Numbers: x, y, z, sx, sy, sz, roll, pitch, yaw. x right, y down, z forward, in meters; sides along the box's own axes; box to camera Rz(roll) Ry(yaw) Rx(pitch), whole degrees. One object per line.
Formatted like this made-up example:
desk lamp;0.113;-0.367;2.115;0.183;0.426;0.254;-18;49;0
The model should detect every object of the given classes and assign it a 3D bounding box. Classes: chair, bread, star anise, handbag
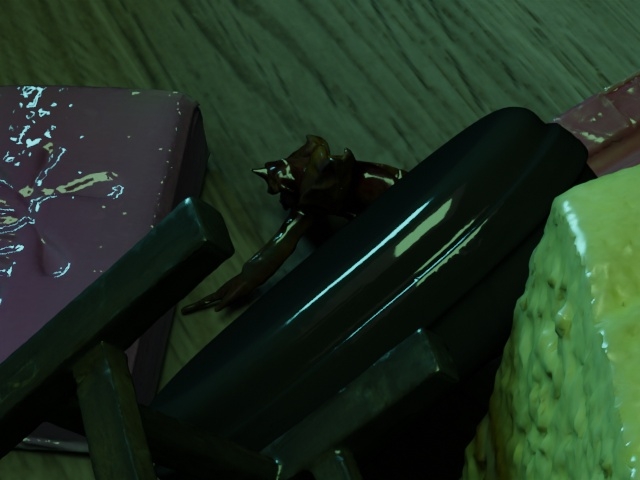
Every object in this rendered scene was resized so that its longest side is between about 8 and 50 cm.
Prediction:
chair;-0.117;0.217;0.668;0.416;0.203;0.240;-39;49;21
bread;0.243;0.118;0.773;0.405;0.345;0.242;-12;45;-9
star anise;-0.006;-0.001;1.055;0.141;0.158;0.144;14;89;30
handbag;0.032;0.044;0.904;0.308;0.254;0.093;-40;94;4

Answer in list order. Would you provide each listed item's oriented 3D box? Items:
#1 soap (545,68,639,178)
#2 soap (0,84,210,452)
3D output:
soap;0.246;-0.040;1.024;0.250;0.099;0.162;-29;54;-14
soap;-0.187;0.014;1.057;0.181;0.081;0.259;3;53;10
